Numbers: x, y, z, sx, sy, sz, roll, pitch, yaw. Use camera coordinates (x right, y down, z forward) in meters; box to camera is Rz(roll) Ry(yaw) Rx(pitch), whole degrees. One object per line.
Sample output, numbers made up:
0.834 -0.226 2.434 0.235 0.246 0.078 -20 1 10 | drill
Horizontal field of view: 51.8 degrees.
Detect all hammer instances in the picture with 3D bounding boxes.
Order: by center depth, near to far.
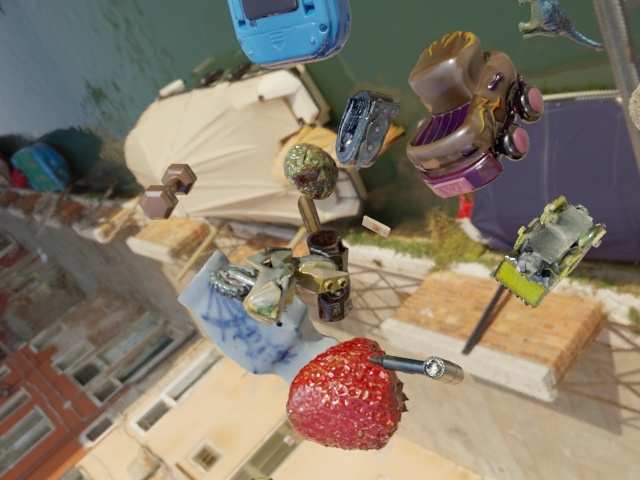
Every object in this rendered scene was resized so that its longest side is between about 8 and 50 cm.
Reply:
0.000 0.000 1.736 0.409 0.095 0.242 -107 6 -52 | hammer

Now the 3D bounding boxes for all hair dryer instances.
0.176 0.251 1.326 0.194 0.050 0.173 5 166 24 | hair dryer

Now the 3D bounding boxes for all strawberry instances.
0.053 0.363 1.501 0.257 0.276 0.257 167 90 -74 | strawberry

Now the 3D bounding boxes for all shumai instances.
-0.017 -0.125 1.284 0.124 0.099 0.087 40 -161 -20 | shumai

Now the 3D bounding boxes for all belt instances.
0.107 -0.303 1.791 0.122 0.128 0.218 48 128 43 | belt

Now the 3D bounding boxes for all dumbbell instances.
-0.388 -0.129 1.698 0.092 0.082 0.231 58 -162 -19 | dumbbell

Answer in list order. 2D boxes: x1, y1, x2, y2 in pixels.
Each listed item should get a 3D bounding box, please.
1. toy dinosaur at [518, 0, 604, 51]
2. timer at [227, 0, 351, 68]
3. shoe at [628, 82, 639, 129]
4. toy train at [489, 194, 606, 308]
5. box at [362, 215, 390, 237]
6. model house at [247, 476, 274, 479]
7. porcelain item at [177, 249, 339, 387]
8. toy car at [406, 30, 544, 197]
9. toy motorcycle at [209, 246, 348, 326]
0.572 -0.575 1.672 0.363 0.076 0.147 32 163 -33 | toy dinosaur
-0.090 -0.579 1.588 0.340 0.115 0.309 5 115 42 | timer
0.714 -0.312 1.371 0.089 0.092 0.180 42 143 45 | shoe
0.488 0.023 1.396 0.134 0.261 0.177 40 140 23 | toy train
0.161 -0.040 1.916 0.083 0.012 0.046 29 155 11 | box
-0.108 0.457 0.873 0.170 0.194 0.211 -30 89 39 | model house
-0.161 0.211 1.717 0.405 0.242 0.178 39 -164 -4 | porcelain item
0.301 -0.281 1.432 0.240 0.341 0.271 40 149 -27 | toy car
-0.053 0.072 1.023 0.130 0.229 0.094 35 123 44 | toy motorcycle
